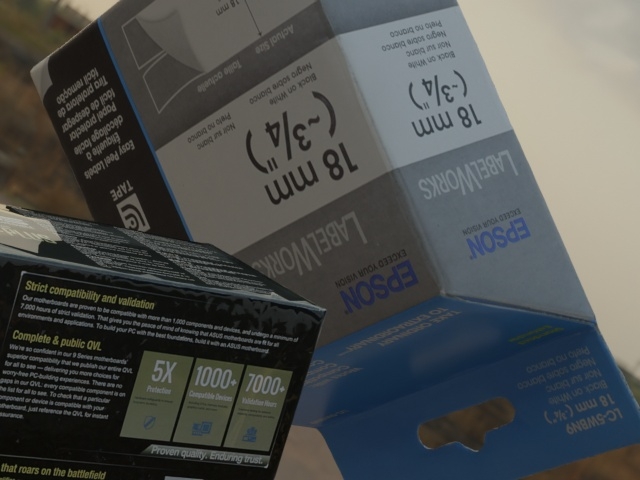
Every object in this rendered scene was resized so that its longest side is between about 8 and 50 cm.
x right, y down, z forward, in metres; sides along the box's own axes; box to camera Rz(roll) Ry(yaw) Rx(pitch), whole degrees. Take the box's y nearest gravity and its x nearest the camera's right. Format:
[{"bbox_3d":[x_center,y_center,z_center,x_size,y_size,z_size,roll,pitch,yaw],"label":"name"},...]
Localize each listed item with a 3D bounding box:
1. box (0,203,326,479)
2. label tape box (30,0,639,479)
[{"bbox_3d":[-0.108,0.065,0.492,0.180,0.147,0.077,11,10,-37],"label":"box"},{"bbox_3d":[0.000,0.000,0.883,0.106,0.241,0.333,-21,85,-44],"label":"label tape box"}]
